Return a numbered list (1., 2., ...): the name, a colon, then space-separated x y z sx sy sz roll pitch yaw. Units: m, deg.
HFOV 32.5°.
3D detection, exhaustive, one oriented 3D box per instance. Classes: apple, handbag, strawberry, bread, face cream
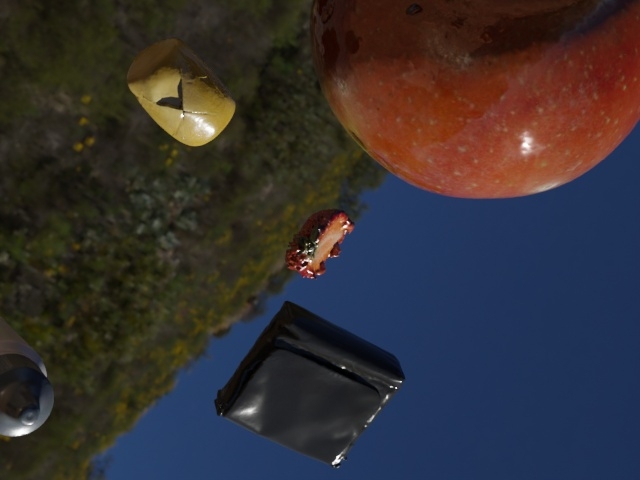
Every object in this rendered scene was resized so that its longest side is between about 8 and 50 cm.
1. apple: 0.159 -0.209 1.042 0.277 0.348 0.348 93 19 -67
2. handbag: -0.016 0.228 1.730 0.223 0.247 0.080 -53 -158 21
3. strawberry: -0.003 -0.001 1.518 0.104 0.048 0.152 -67 165 16
4. bread: -0.144 -0.148 1.129 0.082 0.115 0.056 -31 -156 16
5. face cream: -0.341 0.133 1.140 0.311 0.092 0.092 19 -102 58
